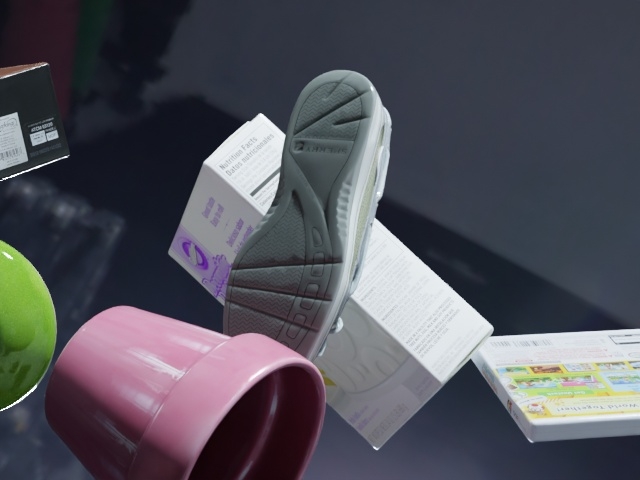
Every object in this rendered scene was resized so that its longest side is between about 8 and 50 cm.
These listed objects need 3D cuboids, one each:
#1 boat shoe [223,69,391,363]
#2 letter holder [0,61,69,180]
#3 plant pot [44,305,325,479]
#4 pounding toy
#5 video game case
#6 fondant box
[{"bbox_3d":[-0.002,-0.002,1.491,0.103,0.118,0.320,38,-117,-58],"label":"boat shoe"},{"bbox_3d":[-0.578,-0.159,2.372,0.302,0.214,0.152,-26,-70,-44],"label":"letter holder"},{"bbox_3d":[-0.125,0.150,1.308,0.201,0.180,0.201,-40,-34,-35],"label":"plant pot"},{"bbox_3d":[-0.375,0.097,1.459,0.237,0.183,0.110,-21,5,13],"label":"pounding toy"},{"bbox_3d":[0.290,0.146,1.600,0.206,0.227,0.026,-120,31,-67],"label":"video game case"},{"bbox_3d":[0.001,0.051,1.659,0.096,0.330,0.238,-43,-7,-27],"label":"fondant box"}]
